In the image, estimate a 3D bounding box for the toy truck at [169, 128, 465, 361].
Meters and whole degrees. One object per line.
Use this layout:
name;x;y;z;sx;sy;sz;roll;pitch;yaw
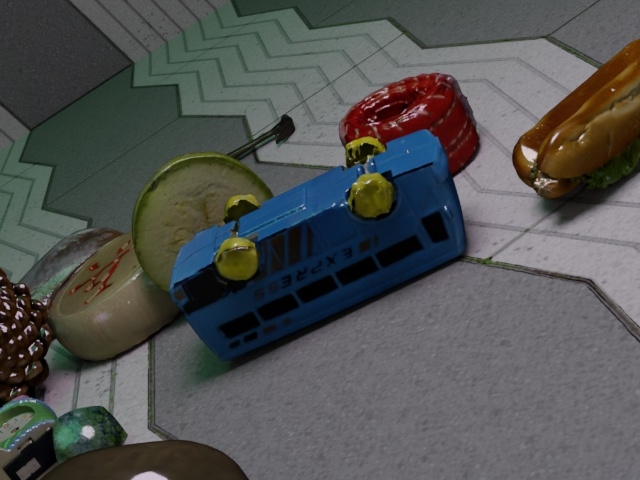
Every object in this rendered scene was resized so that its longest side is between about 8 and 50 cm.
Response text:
toy truck;0.000;0.000;1.368;0.385;0.162;0.161;-26;23;10

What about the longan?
longan;-0.172;0.280;0.944;0.246;0.215;0.246;-5;28;3

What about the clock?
clock;-0.432;0.287;1.412;0.194;0.100;0.195;-40;26;-28

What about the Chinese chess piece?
Chinese chess piece;-0.309;0.080;1.673;0.250;0.103;0.250;-28;24;14

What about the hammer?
hammer;-0.181;-0.158;2.093;0.297;0.027;0.125;-29;18;4

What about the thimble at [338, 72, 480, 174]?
thimble;0.126;-0.152;1.570;0.189;0.125;0.163;-18;29;29

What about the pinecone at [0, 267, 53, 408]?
pinecone;-0.537;0.172;1.605;0.264;0.264;0.264;-26;23;12

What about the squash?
squash;-0.165;-0.018;1.541;0.219;0.219;0.041;-34;24;-6

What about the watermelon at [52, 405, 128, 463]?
watermelon;-0.296;0.256;1.339;0.072;0.092;0.084;-64;-4;30

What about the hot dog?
hot dog;0.363;-0.154;1.313;0.337;0.100;0.135;-40;16;-22

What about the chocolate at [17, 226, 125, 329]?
chocolate;-0.460;0.078;1.881;0.303;0.100;0.185;-46;30;-25
